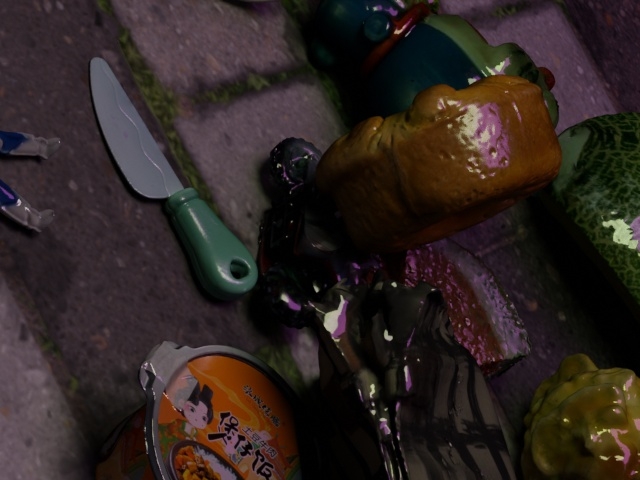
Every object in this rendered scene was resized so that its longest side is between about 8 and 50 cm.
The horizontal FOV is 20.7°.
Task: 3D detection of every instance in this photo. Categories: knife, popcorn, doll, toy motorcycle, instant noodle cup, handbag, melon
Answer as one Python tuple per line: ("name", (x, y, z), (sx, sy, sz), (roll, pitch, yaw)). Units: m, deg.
("knife", (-0.148, -0.054, 1.597), (0.063, 0.034, 0.260), (-33, 85, -41))
("popcorn", (0.296, 0.227, 1.745), (0.217, 0.181, 0.235), (-28, 88, -50))
("doll", (-0.310, -0.088, 1.430), (0.227, 0.057, 0.114), (27, 53, -34))
("toy motorcycle", (0.001, 0.000, 1.665), (0.122, 0.082, 0.213), (29, 46, -32))
("instant noodle cup", (-0.101, 0.187, 1.415), (0.177, 0.125, 0.208), (-28, 88, -49))
("handbag", (0.081, 0.208, 1.459), (0.327, 0.162, 0.325), (57, 18, -71))
("doll", (0.116, -0.165, 1.813), (0.322, 0.186, 0.198), (48, 7, 14))
("melon", (0.393, 0.015, 1.980), (0.343, 0.226, 0.331), (44, 58, -36))

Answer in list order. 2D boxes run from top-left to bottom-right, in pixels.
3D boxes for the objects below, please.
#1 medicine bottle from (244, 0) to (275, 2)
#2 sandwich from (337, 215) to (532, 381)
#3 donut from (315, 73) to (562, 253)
("medicine bottle", (-0.063, -0.368, 1.789), (0.139, 0.139, 0.237), (23, 53, -35))
("sandwich", (0.107, 0.057, 1.739), (0.235, 0.079, 0.159), (55, 40, -4))
("donut", (0.112, -0.070, 1.607), (0.226, 0.226, 0.114), (-14, 78, -48))
